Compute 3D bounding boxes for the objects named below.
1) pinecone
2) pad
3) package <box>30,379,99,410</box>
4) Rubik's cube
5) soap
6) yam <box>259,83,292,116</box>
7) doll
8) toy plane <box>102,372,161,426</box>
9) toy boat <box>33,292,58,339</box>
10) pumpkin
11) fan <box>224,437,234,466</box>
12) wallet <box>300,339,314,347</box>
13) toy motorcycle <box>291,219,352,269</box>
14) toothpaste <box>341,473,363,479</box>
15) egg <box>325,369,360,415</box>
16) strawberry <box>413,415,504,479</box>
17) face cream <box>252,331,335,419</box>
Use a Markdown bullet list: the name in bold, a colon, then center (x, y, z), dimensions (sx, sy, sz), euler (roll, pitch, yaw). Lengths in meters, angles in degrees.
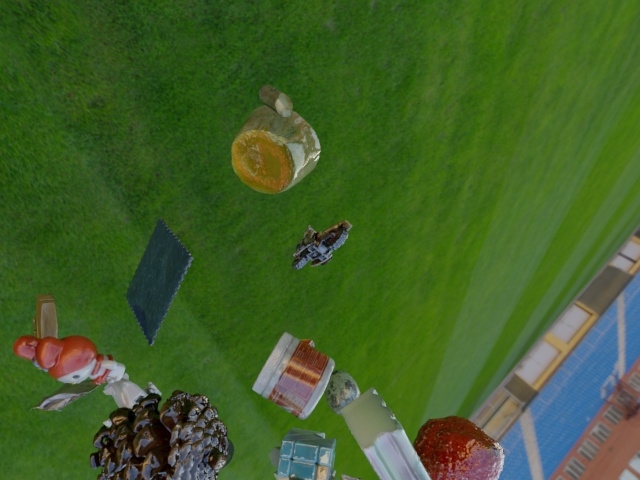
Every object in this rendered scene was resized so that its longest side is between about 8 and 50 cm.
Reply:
- **pinecone**: center (-0.301, 0.407, 0.844), dimensions (0.224, 0.273, 0.224), euler (-7, 90, -66)
- **pad**: center (-0.445, 0.102, 1.169), dimensions (0.012, 0.269, 0.269), euler (20, 99, -44)
- **package**: center (-0.923, 0.576, 1.645), dimensions (0.251, 0.062, 0.204), euler (-15, 180, -10)
- **Rubik's cube**: center (-0.061, 0.791, 1.504), dimensions (0.224, 0.265, 0.213), euler (49, 48, -76)
- **soap**: center (0.192, 0.575, 1.136), dimensions (0.115, 0.208, 0.347), euler (-31, 109, -7)
- **yam**: center (-0.145, -0.461, 1.415), dimensions (0.070, 0.146, 0.069), euler (-29, 140, -27)
- **doll**: center (-0.715, 0.339, 1.240), dimensions (0.161, 0.129, 0.290), euler (-23, 136, 37)
- **toy plane**: center (-0.722, 0.620, 1.651), dimensions (0.117, 0.244, 0.245), euler (-41, 155, 24)
- **toy boat**: center (-0.845, 0.260, 1.326), dimensions (0.077, 0.200, 0.057), euler (-17, 167, 40)
- **pumpkin**: center (-0.183, -0.333, 1.676), dimensions (0.199, 0.332, 0.332), euler (-70, 172, -48)
- **fan**: center (-0.311, 0.570, 1.126), dimensions (0.175, 0.113, 0.005), euler (-17, 121, -31)
- **wallet**: center (-0.073, 0.551, 1.954), dimensions (0.067, 0.141, 0.241), euler (-59, 137, -54)
- **toy motorcycle**: center (0.001, 0.000, 1.188), dimensions (0.229, 0.094, 0.129), euler (-30, -156, 46)
- **toothpaste**: center (0.086, 0.894, 1.406), dimensions (0.047, 0.078, 0.248), euler (25, 75, -76)
- **egg**: center (0.082, 0.579, 1.652), dimensions (0.132, 0.172, 0.132), euler (-11, 146, -7)
- **strawberry**: center (0.430, 0.666, 1.330), dimensions (0.257, 0.257, 0.277), euler (-19, 155, -42)
- **face cream**: center (-0.080, 0.411, 1.320), dimensions (0.201, 0.187, 0.201), euler (-60, 177, -6)
